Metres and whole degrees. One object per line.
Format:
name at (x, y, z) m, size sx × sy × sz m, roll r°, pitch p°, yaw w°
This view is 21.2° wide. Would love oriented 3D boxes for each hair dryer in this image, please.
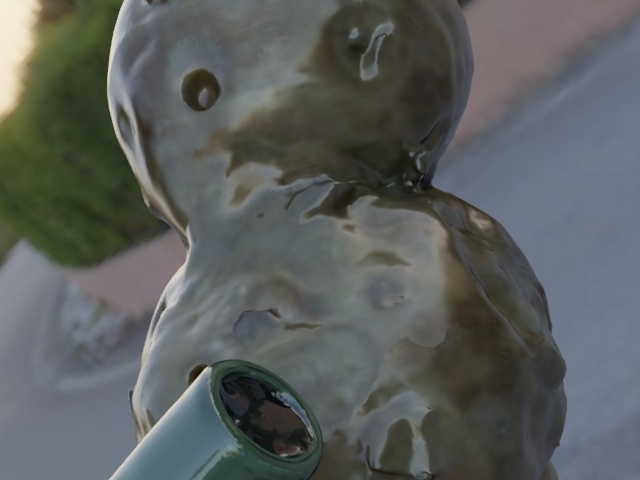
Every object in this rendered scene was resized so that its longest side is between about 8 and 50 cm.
hair dryer at (0.006, 0.101, 0.540) m, size 0.071 × 0.150 × 0.047 m, roll -49°, pitch 19°, yaw 28°

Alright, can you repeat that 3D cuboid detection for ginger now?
ginger at (0.000, 0.000, 0.710) m, size 0.176 × 0.375 × 0.256 m, roll -15°, pitch -2°, yaw 11°
